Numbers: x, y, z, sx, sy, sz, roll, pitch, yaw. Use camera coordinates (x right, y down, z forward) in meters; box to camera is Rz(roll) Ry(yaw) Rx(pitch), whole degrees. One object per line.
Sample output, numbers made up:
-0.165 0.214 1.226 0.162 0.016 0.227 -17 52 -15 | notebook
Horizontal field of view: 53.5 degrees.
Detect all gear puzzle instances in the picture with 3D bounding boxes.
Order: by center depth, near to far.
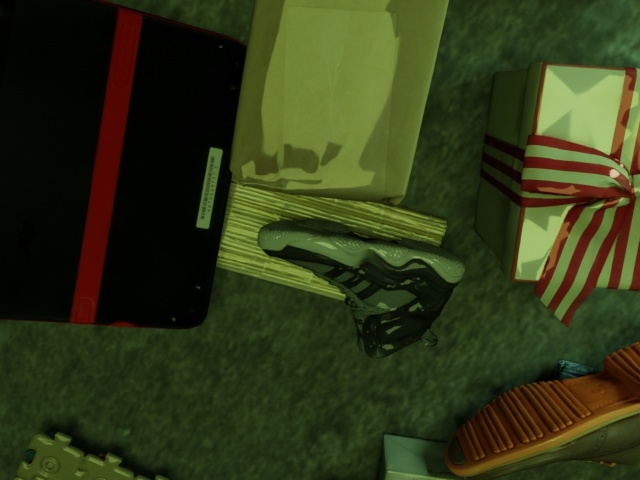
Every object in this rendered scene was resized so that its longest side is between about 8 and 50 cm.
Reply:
-0.300 0.410 0.972 0.339 0.044 0.175 26 101 -7 | gear puzzle

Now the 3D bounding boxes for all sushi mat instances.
0.000 0.000 0.870 0.316 0.019 0.151 15 104 -1 | sushi mat

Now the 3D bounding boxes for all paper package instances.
0.021 -0.228 0.664 0.168 0.309 0.325 10 104 -4 | paper package

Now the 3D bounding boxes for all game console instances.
-0.270 -0.086 0.754 0.342 0.060 0.386 7 97 -32 | game console

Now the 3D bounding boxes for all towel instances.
0.353 0.233 0.905 0.067 0.029 0.119 15 102 0 | towel

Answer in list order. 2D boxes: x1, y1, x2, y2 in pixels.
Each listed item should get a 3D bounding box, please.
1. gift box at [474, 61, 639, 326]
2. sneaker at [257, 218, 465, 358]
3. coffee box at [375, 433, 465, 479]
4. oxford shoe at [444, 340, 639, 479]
0.325 -0.058 0.720 0.255 0.258 0.276 0 102 3 | gift box
0.042 0.065 0.820 0.268 0.101 0.153 11 103 -3 | sneaker
0.140 0.423 0.923 0.141 0.098 0.246 9 104 0 | coffee box
0.345 0.254 0.832 0.363 0.130 0.133 -23 107 8 | oxford shoe
